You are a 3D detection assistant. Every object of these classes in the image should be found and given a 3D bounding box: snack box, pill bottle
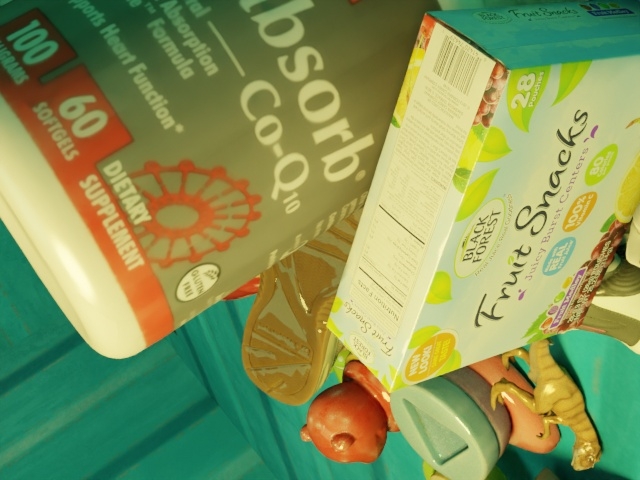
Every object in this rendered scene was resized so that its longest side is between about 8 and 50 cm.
[{"bbox_3d":[0.110,-0.028,0.606,0.070,0.174,0.207,43,131,37],"label":"snack box"},{"bbox_3d":[-0.030,-0.108,0.643,0.210,0.363,0.210,50,163,21],"label":"pill bottle"}]

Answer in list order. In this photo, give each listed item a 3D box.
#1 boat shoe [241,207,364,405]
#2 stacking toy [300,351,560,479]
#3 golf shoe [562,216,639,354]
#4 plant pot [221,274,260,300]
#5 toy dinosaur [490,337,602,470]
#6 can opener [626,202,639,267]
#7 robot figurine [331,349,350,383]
[{"bbox_3d":[0.008,0.012,1.033,0.121,0.110,0.341,34,132,14],"label":"boat shoe"},{"bbox_3d":[0.130,0.251,1.177,0.280,0.130,0.309,56,152,-9],"label":"stacking toy"},{"bbox_3d":[0.154,0.017,0.830,0.120,0.105,0.273,56,166,-25],"label":"golf shoe"},{"bbox_3d":[-0.107,-0.015,1.360,0.191,0.191,0.174,61,157,-14],"label":"plant pot"},{"bbox_3d":[0.209,0.127,0.977,0.112,0.064,0.211,11,145,43],"label":"toy dinosaur"},{"bbox_3d":[0.276,0.019,0.567,0.093,0.074,0.280,26,-178,-29],"label":"can opener"},{"bbox_3d":[0.052,0.172,1.462,0.101,0.067,0.115,19,140,48],"label":"robot figurine"}]
